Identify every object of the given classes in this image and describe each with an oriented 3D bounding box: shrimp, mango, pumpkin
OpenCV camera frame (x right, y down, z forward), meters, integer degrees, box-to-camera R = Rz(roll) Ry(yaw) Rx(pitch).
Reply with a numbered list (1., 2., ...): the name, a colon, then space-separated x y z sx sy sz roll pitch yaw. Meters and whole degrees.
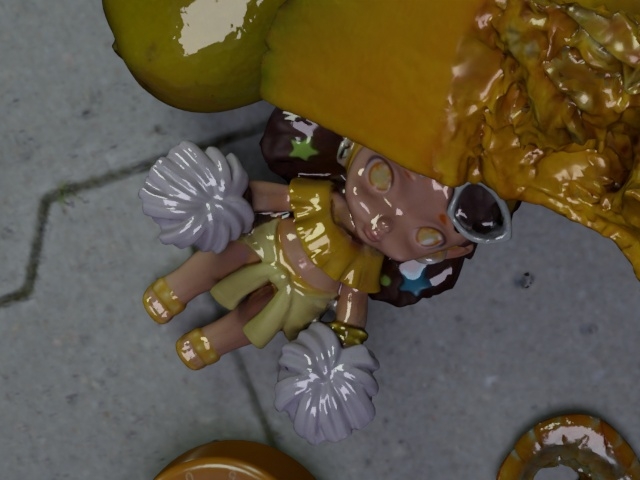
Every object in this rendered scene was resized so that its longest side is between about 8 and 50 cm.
1. shrimp: 0.165 0.159 0.770 0.127 0.025 0.091 37 107 -3
2. mango: -0.026 -0.151 0.650 0.194 0.092 0.130 -37 87 8
3. pumpkin: 0.113 -0.067 0.542 0.248 0.126 0.131 35 129 18

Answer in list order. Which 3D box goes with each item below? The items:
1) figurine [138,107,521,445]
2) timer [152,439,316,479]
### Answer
1. figurine: 0.001 -0.001 0.687 0.240 0.116 0.175 -34 100 20
2. timer: -0.064 0.179 0.709 0.132 0.152 0.132 -1 83 10
